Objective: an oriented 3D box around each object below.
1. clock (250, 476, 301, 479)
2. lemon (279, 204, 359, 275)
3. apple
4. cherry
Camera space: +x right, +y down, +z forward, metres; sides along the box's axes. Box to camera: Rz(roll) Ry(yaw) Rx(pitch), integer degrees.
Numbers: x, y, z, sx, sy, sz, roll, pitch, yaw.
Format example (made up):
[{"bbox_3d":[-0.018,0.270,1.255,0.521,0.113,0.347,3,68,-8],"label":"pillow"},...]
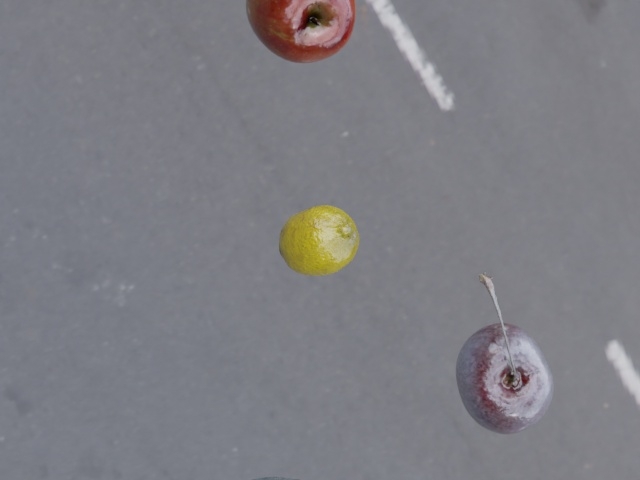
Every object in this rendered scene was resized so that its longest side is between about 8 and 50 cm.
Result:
[{"bbox_3d":[-0.047,0.440,1.488,0.325,0.067,0.325,2,85,-26],"label":"clock"},{"bbox_3d":[0.000,0.000,1.452,0.082,0.110,0.082,6,81,-38],"label":"lemon"},{"bbox_3d":[-0.033,-0.386,2.140,0.181,0.181,0.168,45,8,-24],"label":"apple"},{"bbox_3d":[0.209,0.131,1.509,0.148,0.115,0.188,-11,82,-55],"label":"cherry"}]
